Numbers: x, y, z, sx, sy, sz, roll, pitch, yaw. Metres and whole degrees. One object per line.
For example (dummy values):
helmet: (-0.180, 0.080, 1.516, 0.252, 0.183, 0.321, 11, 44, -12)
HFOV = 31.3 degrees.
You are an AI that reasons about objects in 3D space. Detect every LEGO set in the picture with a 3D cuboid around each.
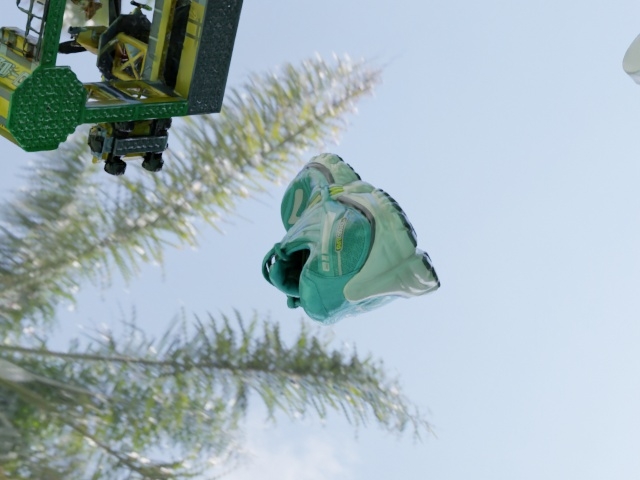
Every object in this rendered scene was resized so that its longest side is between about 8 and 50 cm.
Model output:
LEGO set: (-0.174, -0.229, 0.811, 0.192, 0.255, 0.331, 30, -56, 34)

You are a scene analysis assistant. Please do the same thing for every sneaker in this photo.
sneaker: (0.000, 0.000, 0.926, 0.110, 0.275, 0.107, -28, -76, -6)

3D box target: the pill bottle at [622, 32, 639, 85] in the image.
pill bottle: (0.327, -0.114, 0.944, 0.160, 0.087, 0.087, 38, -99, -18)
